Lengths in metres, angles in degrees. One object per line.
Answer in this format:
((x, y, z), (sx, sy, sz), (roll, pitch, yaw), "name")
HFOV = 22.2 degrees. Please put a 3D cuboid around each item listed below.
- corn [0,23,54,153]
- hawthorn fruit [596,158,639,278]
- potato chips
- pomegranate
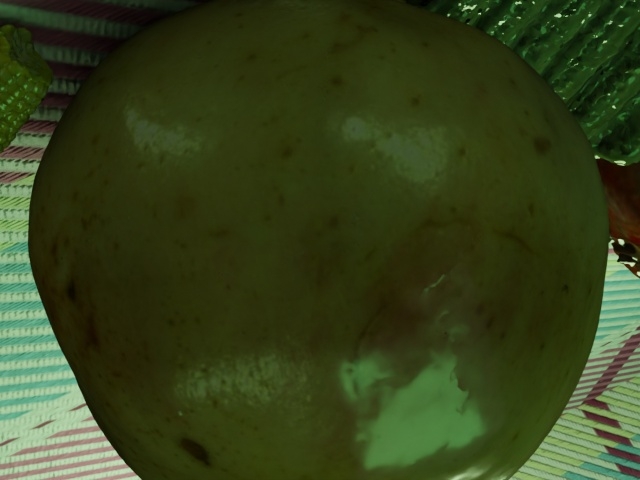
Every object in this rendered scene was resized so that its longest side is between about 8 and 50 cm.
((-0.243, -0.054, 1.023), (0.206, 0.067, 0.067), (-41, 159, 24), "corn")
((0.397, -0.107, 1.597), (0.330, 0.287, 0.287), (-45, 161, -1), "hawthorn fruit")
((0.236, -0.196, 1.290), (0.358, 0.070, 0.429), (5, 141, -32), "potato chips")
((0.000, 0.000, 1.099), (0.411, 0.411, 0.411), (-27, 161, -10), "pomegranate")
